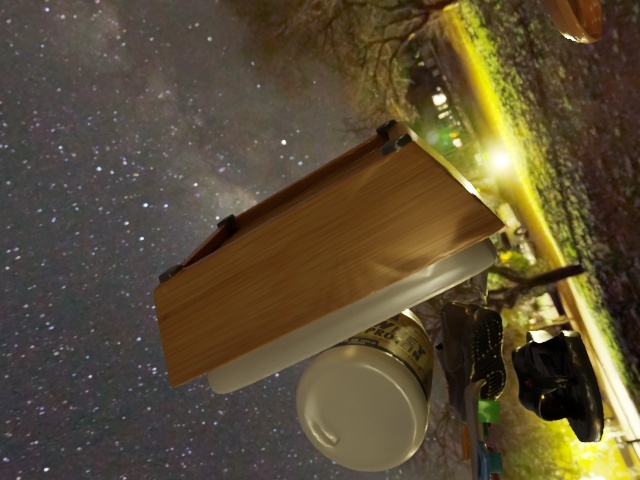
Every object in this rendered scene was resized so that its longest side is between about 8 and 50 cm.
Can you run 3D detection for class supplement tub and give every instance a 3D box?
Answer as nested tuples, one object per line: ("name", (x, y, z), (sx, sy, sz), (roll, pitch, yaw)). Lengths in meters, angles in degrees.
("supplement tub", (0.103, 0.259, 0.899), (0.228, 0.229, 0.316), (66, -161, -4))

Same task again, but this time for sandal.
("sandal", (0.397, 0.248, 0.816), (0.446, 0.107, 0.167), (32, -130, -71))

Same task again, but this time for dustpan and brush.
("dustpan and brush", (0.408, 0.049, 1.208), (0.147, 0.061, 0.211), (41, -125, -56))

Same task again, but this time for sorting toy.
("sorting toy", (0.288, 0.351, 0.813), (0.347, 0.047, 0.195), (59, -147, -68))

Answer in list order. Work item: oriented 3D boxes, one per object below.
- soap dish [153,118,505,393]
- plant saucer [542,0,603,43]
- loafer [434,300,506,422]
("soap dish", (0.000, 0.000, 0.438), (0.118, 0.291, 0.229), (58, -164, -13))
("plant saucer", (0.382, -0.399, 0.713), (0.200, 0.037, 0.199), (10, -106, -39))
("loafer", (0.340, 0.272, 1.060), (0.130, 0.134, 0.365), (40, 146, 48))
